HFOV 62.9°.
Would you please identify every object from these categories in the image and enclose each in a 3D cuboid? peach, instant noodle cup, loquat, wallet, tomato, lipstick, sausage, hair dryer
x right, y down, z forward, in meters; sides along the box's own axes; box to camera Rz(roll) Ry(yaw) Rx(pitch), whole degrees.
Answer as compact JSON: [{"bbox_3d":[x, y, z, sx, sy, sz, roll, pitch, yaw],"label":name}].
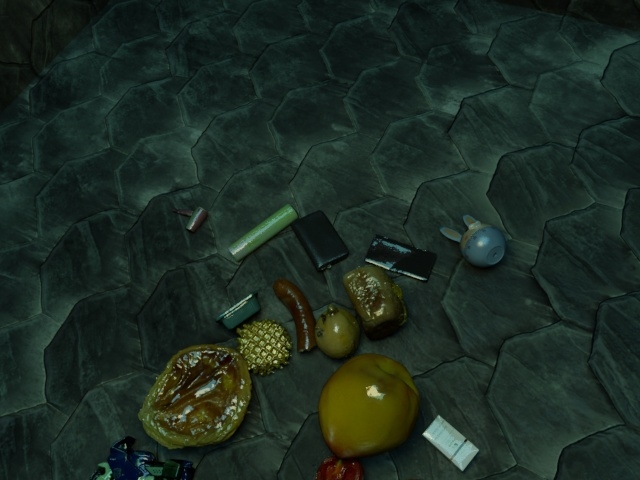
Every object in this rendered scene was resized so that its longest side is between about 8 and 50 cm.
[{"bbox_3d":[0.136,0.502,1.585,0.289,0.289,0.307,42,105,25],"label":"peach"},{"bbox_3d":[-0.282,0.255,1.848,0.179,0.157,0.070,-34,85,-12],"label":"instant noodle cup"},{"bbox_3d":[0.054,0.302,1.753,0.150,0.204,0.172,-6,28,23],"label":"loquat"},{"bbox_3d":[0.000,0.000,2.006,0.149,0.044,0.250,-26,61,-13],"label":"wallet"},{"bbox_3d":[0.068,0.720,1.571,0.159,0.091,0.138,-12,45,32],"label":"tomato"},{"bbox_3d":[0.295,0.066,1.940,0.245,0.025,0.124,19,65,15],"label":"wallet"},{"bbox_3d":[-0.219,-0.032,2.033,0.304,0.076,0.076,-38,63,-12],"label":"lipstick"},{"bbox_3d":[-0.080,0.259,1.850,0.103,0.076,0.302,-20,60,-8],"label":"sausage"},{"bbox_3d":[-0.543,-0.100,2.133,0.154,0.054,0.106,23,70,29],"label":"hair dryer"}]

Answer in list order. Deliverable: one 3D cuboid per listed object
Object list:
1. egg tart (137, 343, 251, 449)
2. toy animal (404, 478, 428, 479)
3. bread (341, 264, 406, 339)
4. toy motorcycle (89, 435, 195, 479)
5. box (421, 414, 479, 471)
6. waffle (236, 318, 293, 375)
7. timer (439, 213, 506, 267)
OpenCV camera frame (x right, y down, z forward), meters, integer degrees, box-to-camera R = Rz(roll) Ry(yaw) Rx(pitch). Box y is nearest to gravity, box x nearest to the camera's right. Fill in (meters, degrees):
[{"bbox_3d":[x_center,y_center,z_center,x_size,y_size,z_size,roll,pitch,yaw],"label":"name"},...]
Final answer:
[{"bbox_3d":[-0.378,0.514,1.703,0.340,0.153,0.351,12,63,13],"label":"egg tart"},{"bbox_3d":[0.314,0.754,1.543,0.242,0.056,0.099,3,55,11],"label":"toy animal"},{"bbox_3d":[0.189,0.191,1.787,0.176,0.195,0.246,-24,61,-1],"label":"bread"},{"bbox_3d":[-0.556,0.722,1.633,0.332,0.125,0.196,2,62,13],"label":"toy motorcycle"},{"bbox_3d":[0.398,0.622,1.610,0.154,0.040,0.084,39,70,23],"label":"box"},{"bbox_3d":[-0.195,0.368,1.811,0.193,0.070,0.197,-21,63,-5],"label":"waffle"},{"bbox_3d":[0.553,-0.019,1.880,0.176,0.175,0.255,-26,60,-8],"label":"timer"}]
